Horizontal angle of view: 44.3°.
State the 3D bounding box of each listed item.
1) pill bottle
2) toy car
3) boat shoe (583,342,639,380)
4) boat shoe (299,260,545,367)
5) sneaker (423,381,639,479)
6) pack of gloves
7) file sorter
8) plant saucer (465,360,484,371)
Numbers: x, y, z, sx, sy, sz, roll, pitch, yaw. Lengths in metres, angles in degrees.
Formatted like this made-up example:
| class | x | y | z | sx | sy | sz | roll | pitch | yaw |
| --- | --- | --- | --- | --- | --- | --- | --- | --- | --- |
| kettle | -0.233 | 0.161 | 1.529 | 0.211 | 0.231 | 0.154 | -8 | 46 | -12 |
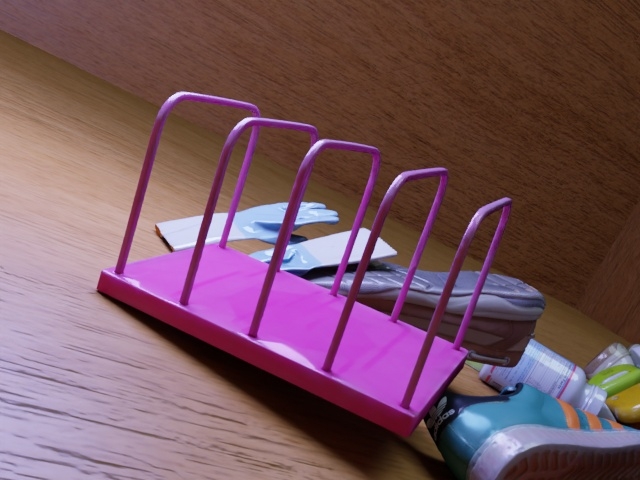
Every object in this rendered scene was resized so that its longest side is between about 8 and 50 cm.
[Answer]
| class | x | y | z | sx | sy | sz | roll | pitch | yaw |
| --- | --- | --- | --- | --- | --- | --- | --- | --- | --- |
| pill bottle | 0.310 | 0.196 | 1.097 | 0.160 | 0.087 | 0.087 | 31 | 8 | 14 |
| toy car | 0.469 | 0.253 | 1.176 | 0.136 | 0.159 | 0.182 | 62 | 3 | -8 |
| boat shoe | 0.612 | 0.281 | 1.551 | 0.110 | 0.121 | 0.341 | 49 | 18 | 29 |
| boat shoe | 0.099 | 0.093 | 0.920 | 0.324 | 0.116 | 0.123 | 7 | 13 | -2 |
| sneaker | 0.221 | 0.191 | 0.743 | 0.302 | 0.108 | 0.121 | 20 | 16 | -39 |
| pack of gloves | -0.058 | 0.015 | 0.938 | 0.232 | 0.046 | 0.195 | -11 | 29 | -24 |
| file sorter | 0.000 | 0.000 | 0.692 | 0.291 | 0.182 | 0.202 | 22 | 14 | 18 |
| plant saucer | 0.261 | 0.170 | 1.282 | 0.241 | 0.037 | 0.241 | 29 | 8 | -4 |
